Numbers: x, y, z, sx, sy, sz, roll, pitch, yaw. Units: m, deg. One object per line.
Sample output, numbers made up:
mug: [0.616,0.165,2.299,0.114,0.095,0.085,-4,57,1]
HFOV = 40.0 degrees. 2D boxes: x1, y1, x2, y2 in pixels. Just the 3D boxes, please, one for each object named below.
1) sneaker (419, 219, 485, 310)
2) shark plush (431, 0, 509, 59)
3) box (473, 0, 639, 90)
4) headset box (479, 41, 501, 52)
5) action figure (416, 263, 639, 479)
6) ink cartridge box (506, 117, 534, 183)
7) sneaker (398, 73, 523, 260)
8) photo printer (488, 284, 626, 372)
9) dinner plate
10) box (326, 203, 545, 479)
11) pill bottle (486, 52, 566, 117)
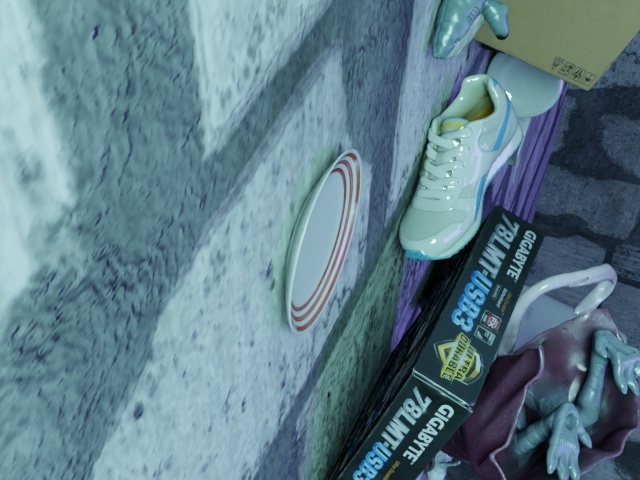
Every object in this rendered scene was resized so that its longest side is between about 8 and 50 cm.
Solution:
sneaker: [0.201,0.040,1.269,0.227,0.087,0.130,-42,144,-68]
shark plush: [0.139,-0.246,0.801,0.067,0.073,0.161,-12,128,-38]
box: [0.277,-0.260,0.959,0.164,0.201,0.021,-54,-142,30]
headset box: [0.307,-0.394,1.071,0.246,0.131,0.283,90,22,-46]
action figure: [0.191,0.207,1.046,0.370,0.248,0.276,145,-63,-64]
ink cartridge box: [0.326,-0.200,1.483,0.104,0.060,0.180,77,33,-63]
sneaker: [0.141,-0.079,0.953,0.229,0.087,0.092,-60,138,-26]
photo printer: [0.323,0.164,1.398,0.256,0.307,0.107,-42,156,-61]
dinner plate: [0.000,0.000,0.641,0.141,0.017,0.141,18,90,-75]
box: [0.113,0.147,0.951,0.295,0.073,0.293,-53,172,-48]
pill bottle: [0.312,-0.255,1.283,0.193,0.108,0.108,-47,151,-57]
